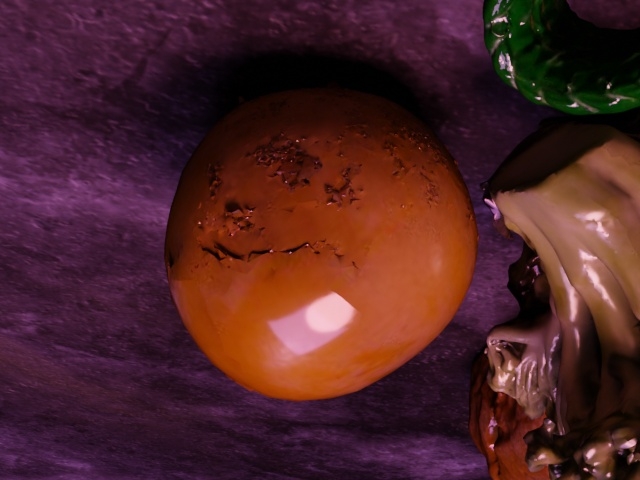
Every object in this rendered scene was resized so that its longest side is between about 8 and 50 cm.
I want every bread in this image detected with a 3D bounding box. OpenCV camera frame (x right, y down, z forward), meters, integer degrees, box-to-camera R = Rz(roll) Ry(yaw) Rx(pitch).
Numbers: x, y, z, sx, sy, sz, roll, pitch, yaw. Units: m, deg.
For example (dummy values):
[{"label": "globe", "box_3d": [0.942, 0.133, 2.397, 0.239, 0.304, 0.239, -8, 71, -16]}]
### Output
[{"label": "bread", "box_3d": [0.286, 0.193, 1.190, 0.194, 0.179, 0.340, 8, 153, -14]}]

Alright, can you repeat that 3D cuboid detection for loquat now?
[{"label": "loquat", "box_3d": [0.000, 0.000, 0.772, 0.235, 0.235, 0.235, 1, 153, 1]}]

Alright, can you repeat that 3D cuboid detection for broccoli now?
[{"label": "broccoli", "box_3d": [0.259, 0.029, 0.729, 0.324, 0.272, 0.334, -22, -161, -8]}]

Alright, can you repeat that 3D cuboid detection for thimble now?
[{"label": "thimble", "box_3d": [0.162, -0.136, 0.597, 0.130, 0.090, 0.118, 15, 130, 28]}]
